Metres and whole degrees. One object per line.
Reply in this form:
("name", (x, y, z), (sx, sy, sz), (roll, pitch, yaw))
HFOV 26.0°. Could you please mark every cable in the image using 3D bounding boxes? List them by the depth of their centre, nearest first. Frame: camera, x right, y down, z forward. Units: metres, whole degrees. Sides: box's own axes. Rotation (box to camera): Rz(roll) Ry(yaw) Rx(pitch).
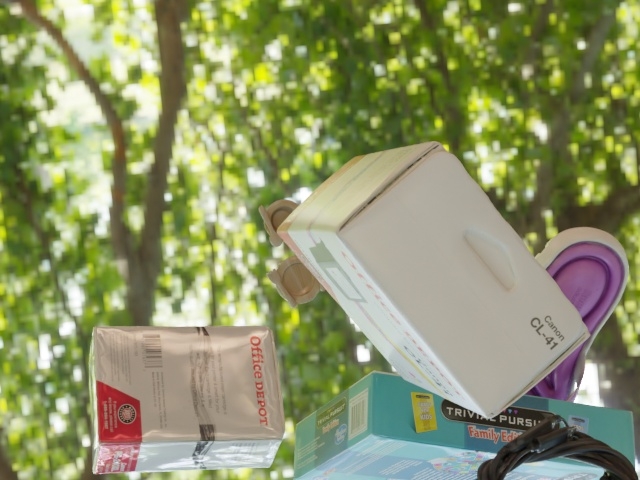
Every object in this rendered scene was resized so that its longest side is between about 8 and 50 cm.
("cable", (0.235, 0.259, 1.391), (0.184, 0.047, 0.150), (-26, -120, -36))

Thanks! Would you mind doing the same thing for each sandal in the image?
("sandal", (0.280, 0.176, 1.825), (0.169, 0.416, 0.102), (13, -157, -9))

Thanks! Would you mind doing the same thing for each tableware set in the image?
("tableware set", (0.000, 0.000, 1.825), (0.168, 0.141, 0.020), (-21, -175, -14))

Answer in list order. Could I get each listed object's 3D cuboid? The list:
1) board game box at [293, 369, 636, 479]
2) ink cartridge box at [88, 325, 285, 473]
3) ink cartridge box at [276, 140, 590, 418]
("board game box", (0.167, 0.249, 1.678), (0.336, 0.079, 0.254), (10, 156, -19))
("ink cartridge box", (-0.112, 0.130, 1.142), (0.150, 0.109, 0.063), (1, 145, -14))
("ink cartridge box", (0.094, 0.032, 1.328), (0.131, 0.226, 0.306), (-41, -173, -6))
